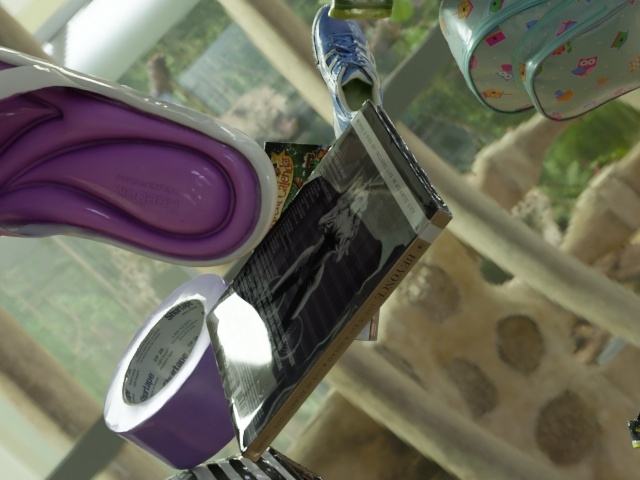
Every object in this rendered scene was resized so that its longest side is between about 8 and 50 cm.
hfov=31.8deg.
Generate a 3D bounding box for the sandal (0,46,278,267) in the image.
[{"bbox_3d":[-0.242,-0.068,0.889,0.102,0.417,0.169,-59,-26,-75],"label":"sandal"}]

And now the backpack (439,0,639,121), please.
[{"bbox_3d":[0.206,-0.190,0.990,0.189,0.144,0.166,-22,-28,16],"label":"backpack"}]

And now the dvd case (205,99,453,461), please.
[{"bbox_3d":[-0.004,0.023,0.792,0.221,0.018,0.164,-53,30,18],"label":"dvd case"}]

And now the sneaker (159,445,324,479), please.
[{"bbox_3d":[-0.053,0.418,1.206,0.258,0.447,0.169,-18,28,-17],"label":"sneaker"}]

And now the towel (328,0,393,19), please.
[{"bbox_3d":[0.066,-0.303,0.959,0.102,0.021,0.237,-27,-42,-58],"label":"towel"}]

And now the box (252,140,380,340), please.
[{"bbox_3d":[0.000,0.000,1.371,0.044,0.159,0.233,21,-106,-74],"label":"box"}]

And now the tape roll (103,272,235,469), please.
[{"bbox_3d":[-0.131,0.132,1.144,0.189,0.080,0.189,-40,27,25],"label":"tape roll"}]

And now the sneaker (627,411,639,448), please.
[{"bbox_3d":[0.369,0.195,1.225,0.083,0.035,0.031,-28,4,-28],"label":"sneaker"}]

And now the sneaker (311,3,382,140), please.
[{"bbox_3d":[0.042,-0.215,1.424,0.080,0.211,0.081,-12,-20,-12],"label":"sneaker"}]
